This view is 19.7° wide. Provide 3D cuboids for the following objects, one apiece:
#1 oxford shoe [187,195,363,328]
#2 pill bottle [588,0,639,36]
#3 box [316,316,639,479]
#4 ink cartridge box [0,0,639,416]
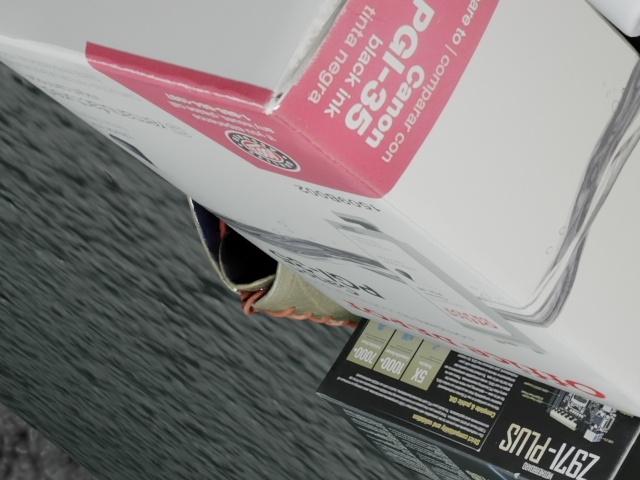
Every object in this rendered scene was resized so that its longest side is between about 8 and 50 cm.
[{"bbox_3d":[0.000,0.000,0.996,0.123,0.130,0.348,17,151,48],"label":"oxford shoe"},{"bbox_3d":[0.055,-0.150,0.552,0.180,0.108,0.108,46,162,11],"label":"pill bottle"},{"bbox_3d":[0.114,0.055,0.880,0.180,0.147,0.077,17,159,45],"label":"box"},{"bbox_3d":[0.028,-0.049,0.758,0.207,0.117,0.283,18,166,46],"label":"ink cartridge box"}]
